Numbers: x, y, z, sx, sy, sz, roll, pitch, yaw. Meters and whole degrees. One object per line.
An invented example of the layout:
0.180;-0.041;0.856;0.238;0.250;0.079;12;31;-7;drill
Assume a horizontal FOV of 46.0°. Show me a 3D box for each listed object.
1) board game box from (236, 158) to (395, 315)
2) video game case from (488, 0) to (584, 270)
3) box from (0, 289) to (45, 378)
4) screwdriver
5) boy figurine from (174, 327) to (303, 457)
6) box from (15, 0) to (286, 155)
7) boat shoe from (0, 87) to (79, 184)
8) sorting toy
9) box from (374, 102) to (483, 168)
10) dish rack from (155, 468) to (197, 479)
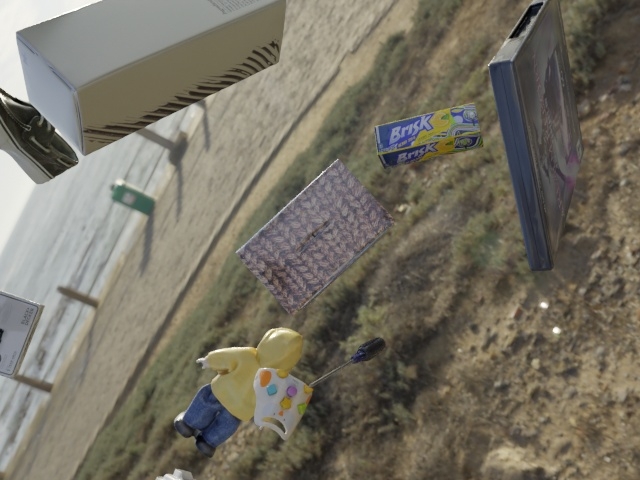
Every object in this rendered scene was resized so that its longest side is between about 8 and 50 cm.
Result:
0.000;0.000;1.358;0.232;0.141;0.291;-42;-4;1;board game box
0.222;-0.122;0.746;0.026;0.196;0.274;-6;26;27;video game case
-0.749;0.163;1.576;0.087;0.289;0.169;163;126;-74;box
0.033;0.163;0.994;0.170;0.024;0.025;-21;-8;-47;screwdriver
-0.147;0.262;1.395;0.285;0.177;0.092;-48;6;7;boy figurine
-0.173;-0.208;0.817;0.275;0.113;0.094;-33;-26;-30;box
-0.592;-0.233;1.517;0.119;0.121;0.335;-26;-20;-5;boat shoe
-0.051;0.215;0.978;0.045;0.083;0.075;-32;30;54;sorting toy
0.176;-0.170;1.235;0.168;0.054;0.059;-12;64;14;box
-0.151;0.528;1.483;0.285;0.332;0.072;2;71;52;dish rack
